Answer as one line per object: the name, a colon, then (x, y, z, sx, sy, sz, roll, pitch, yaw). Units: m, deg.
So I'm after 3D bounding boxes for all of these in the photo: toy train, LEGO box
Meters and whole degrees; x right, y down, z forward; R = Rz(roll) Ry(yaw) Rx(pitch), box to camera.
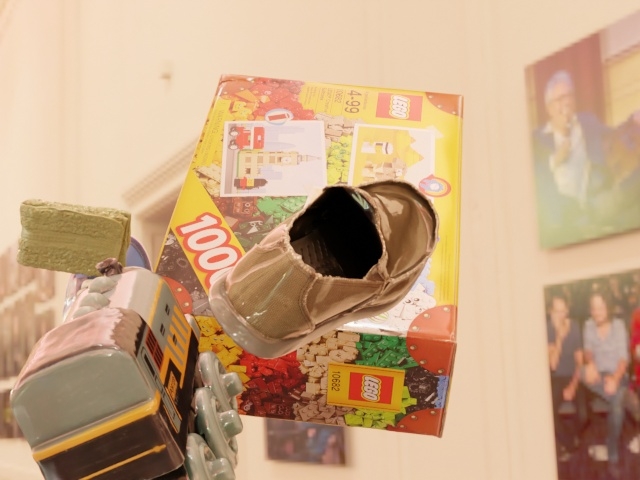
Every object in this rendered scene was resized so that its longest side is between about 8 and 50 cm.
toy train: (-0.155, 0.129, 0.880, 0.142, 0.190, 0.334, -21, 15, 3)
LEGO box: (0.000, 0.000, 1.430, 0.372, 0.500, 0.193, 5, -48, 4)

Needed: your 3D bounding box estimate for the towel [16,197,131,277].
towel: (-0.329, -0.003, 1.399, 0.148, 0.110, 0.027, 6, 31, -13)

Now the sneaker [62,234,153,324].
sneaker: (-0.288, 0.136, 1.382, 0.130, 0.323, 0.236, 15, -9, -12)

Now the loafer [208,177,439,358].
loafer: (0.026, 0.007, 0.752, 0.087, 0.094, 0.251, -47, -8, 36)
